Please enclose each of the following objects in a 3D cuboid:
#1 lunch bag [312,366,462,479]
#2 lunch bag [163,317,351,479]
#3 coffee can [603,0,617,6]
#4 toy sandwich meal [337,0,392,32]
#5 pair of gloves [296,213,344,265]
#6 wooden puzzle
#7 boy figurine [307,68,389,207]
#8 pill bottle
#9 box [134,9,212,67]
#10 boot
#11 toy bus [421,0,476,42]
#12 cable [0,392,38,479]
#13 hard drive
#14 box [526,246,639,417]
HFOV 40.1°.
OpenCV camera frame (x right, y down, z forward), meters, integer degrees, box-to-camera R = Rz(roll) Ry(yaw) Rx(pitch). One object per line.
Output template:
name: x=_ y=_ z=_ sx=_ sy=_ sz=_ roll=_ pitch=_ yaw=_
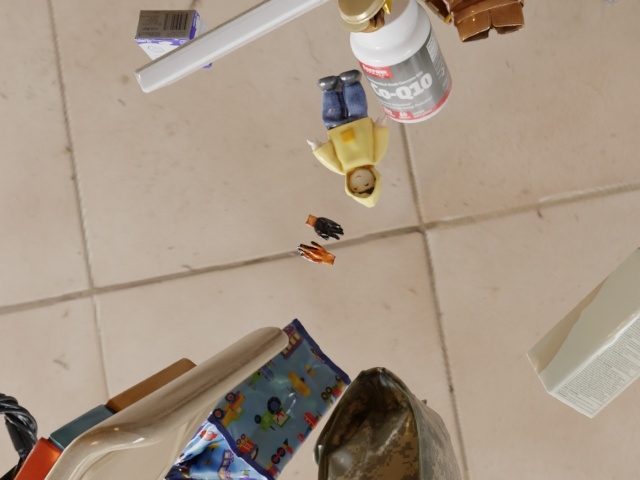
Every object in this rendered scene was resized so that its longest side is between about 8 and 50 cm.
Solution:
lunch bag: x=0.101 y=0.328 z=1.151 sx=0.169 sy=0.235 sz=0.287 roll=-12 pitch=60 yaw=20
lunch bag: x=-0.129 y=0.274 z=1.347 sx=0.138 sy=0.221 sz=0.293 roll=49 pitch=140 yaw=-7
coffee can: x=0.573 y=-0.621 z=1.679 sx=0.201 sy=0.201 sz=0.275 roll=-31 pitch=94 yaw=13
toy sandwich meal: x=0.051 y=-0.258 z=0.915 sx=0.085 sy=0.029 sz=0.086 roll=-16 pitch=67 yaw=44
pair of gloves: x=0.000 y=0.000 z=1.576 sx=0.074 sy=0.010 sz=0.083 roll=20 pitch=92 yaw=10
wooden puzzle: x=-0.129 y=0.144 z=0.470 sx=0.044 sy=0.221 sz=0.239 roll=42 pitch=103 yaw=7
boy figurine: x=0.061 y=-0.207 z=1.854 sx=0.177 sy=0.092 sz=0.285 roll=-11 pitch=88 yaw=7
pill bottle: x=0.153 y=-0.375 z=1.737 sx=0.161 sy=0.283 sz=0.161 roll=-11 pitch=59 yaw=18
box: x=-0.303 y=-0.424 z=1.849 sx=0.126 sy=0.137 sz=0.072 roll=4 pitch=77 yaw=15
boot: x=0.263 y=-0.495 z=1.744 sx=0.283 sy=0.109 sz=0.220 roll=-9 pitch=85 yaw=8
toy bus: x=0.290 y=-0.543 z=1.885 sx=0.104 sy=0.191 sz=0.202 roll=-48 pitch=43 yaw=34
cable: x=-0.491 y=0.298 z=1.286 sx=0.047 sy=0.184 sz=0.150 roll=14 pitch=62 yaw=49
hard drive: x=-0.149 y=-0.375 z=1.581 sx=0.353 sy=0.233 sz=0.047 roll=-26 pitch=102 yaw=9
box: x=0.568 y=0.180 z=1.688 sx=0.148 sy=0.121 sz=0.311 roll=33 pitch=111 yaw=-28
